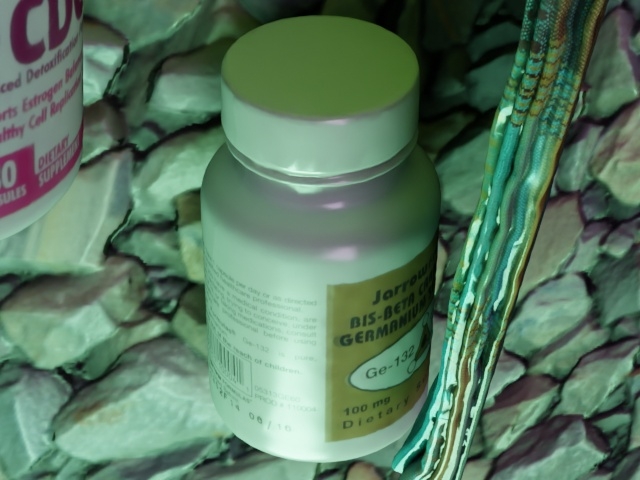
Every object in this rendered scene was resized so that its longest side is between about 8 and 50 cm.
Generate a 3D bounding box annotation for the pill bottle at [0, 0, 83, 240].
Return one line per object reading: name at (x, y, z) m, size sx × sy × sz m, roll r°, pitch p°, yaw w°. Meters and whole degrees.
pill bottle at (-0.176, -0.147, 0.644) m, size 0.160 × 0.160 × 0.283 m, roll -12°, pitch 129°, yaw -23°

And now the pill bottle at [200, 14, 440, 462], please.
pill bottle at (0.000, 0.000, 0.883) m, size 0.131 × 0.131 × 0.229 m, roll -16°, pitch 131°, yaw -20°

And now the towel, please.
towel at (0.109, -0.073, 0.792) m, size 0.040 × 0.271 × 0.370 m, roll 17°, pitch 138°, yaw 7°
